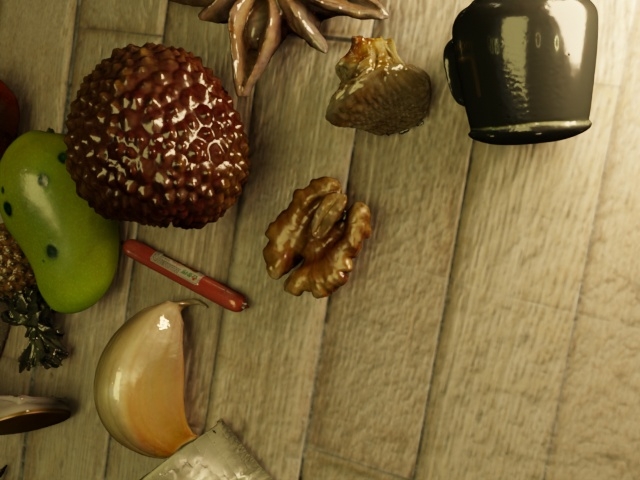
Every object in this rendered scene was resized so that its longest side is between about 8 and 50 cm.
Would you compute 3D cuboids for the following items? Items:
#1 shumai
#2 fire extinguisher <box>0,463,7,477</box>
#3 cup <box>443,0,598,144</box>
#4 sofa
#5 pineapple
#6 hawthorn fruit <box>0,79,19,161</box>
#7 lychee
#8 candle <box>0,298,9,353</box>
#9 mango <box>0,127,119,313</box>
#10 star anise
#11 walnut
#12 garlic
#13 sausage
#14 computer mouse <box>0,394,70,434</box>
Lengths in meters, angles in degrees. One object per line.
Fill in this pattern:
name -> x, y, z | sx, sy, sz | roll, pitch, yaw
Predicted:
shumai -> 0.073, -0.211, 1.162 | 0.145, 0.145, 0.116 | -30, 58, 24
fire extinguisher -> -0.533, 0.521, 1.511 | 0.252, 0.106, 0.075 | 66, 153, 10
cup -> 0.233, -0.204, 1.064 | 0.223, 0.169, 0.176 | 5, 105, 60
sofa -> -0.178, 0.427, 1.322 | 0.210, 0.176, 0.225 | 45, 138, 17
pineapple -> -0.483, 0.095, 1.436 | 0.125, 0.125, 0.251 | -18, 90, 25
hawthorn fruit -> -0.620, -0.192, 1.450 | 0.248, 0.208, 0.208 | 3, 94, 42
lychee -> -0.226, -0.146, 1.218 | 0.267, 0.267, 0.267 | 1, 93, 25
candle -> -0.605, 0.180, 1.482 | 0.068, 0.192, 0.168 | 28, 148, 23
mango -> -0.406, -0.031, 1.371 | 0.175, 0.143, 0.293 | -14, 93, 7
star anise -> -0.070, -0.362, 1.215 | 0.349, 0.109, 0.292 | -29, 65, 13
walnut -> 0.000, 0.000, 1.220 | 0.143, 0.069, 0.170 | 44, 108, 19
garlic -> -0.263, 0.208, 1.337 | 0.164, 0.145, 0.245 | 5, 94, -7
sausage -> -0.212, 0.052, 1.342 | 0.253, 0.034, 0.034 | 25, 103, 22
computer mouse -> -0.566, 0.289, 1.459 | 0.310, 0.158, 0.072 | -3, 78, 25
